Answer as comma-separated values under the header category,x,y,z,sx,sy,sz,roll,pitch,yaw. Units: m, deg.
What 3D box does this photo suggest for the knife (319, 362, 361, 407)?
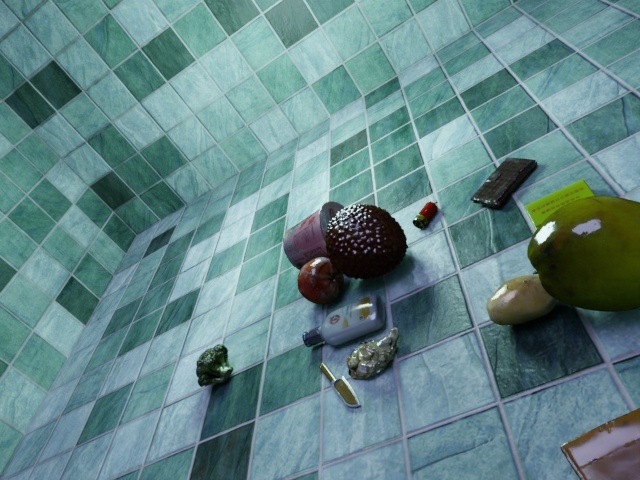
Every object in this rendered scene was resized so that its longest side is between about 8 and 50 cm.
category,x,y,z,sx,sy,sz,roll,pitch,yaw
knife,0.055,0.423,1.577,0.046,0.022,0.256,-38,27,-8

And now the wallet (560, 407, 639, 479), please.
category,x,y,z,sx,sy,sz,roll,pitch,yaw
wallet,0.570,0.408,0.971,0.195,0.042,0.161,-32,32,7

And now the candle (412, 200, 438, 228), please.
category,x,y,z,sx,sy,sz,roll,pitch,yaw
candle,0.392,-0.102,1.945,0.052,0.052,0.131,5,49,53

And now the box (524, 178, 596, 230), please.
category,x,y,z,sx,sy,sz,roll,pitch,yaw
box,0.704,-0.035,1.475,0.187,0.047,0.335,-26,29,21

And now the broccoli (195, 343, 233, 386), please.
category,x,y,z,sx,sy,sz,roll,pitch,yaw
broccoli,-0.396,0.466,1.946,0.137,0.146,0.162,23,43,25

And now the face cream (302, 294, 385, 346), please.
category,x,y,z,sx,sy,sz,roll,pitch,yaw
face cream,0.073,0.275,1.727,0.291,0.071,0.144,-26,30,24

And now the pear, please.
category,x,y,z,sx,sy,sz,roll,pitch,yaw
pear,0.648,0.029,1.210,0.321,0.269,0.269,-16,34,24

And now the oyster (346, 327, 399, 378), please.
category,x,y,z,sx,sy,sz,roll,pitch,yaw
oyster,0.152,0.321,1.560,0.191,0.081,0.163,-43,23,-16

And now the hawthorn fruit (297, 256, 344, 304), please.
category,x,y,z,sx,sy,sz,roll,pitch,yaw
hawthorn fruit,-0.004,0.146,1.918,0.172,0.173,0.173,-29,29,17

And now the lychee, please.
category,x,y,z,sx,sy,sz,roll,pitch,yaw
lychee,0.155,0.002,1.832,0.304,0.276,0.276,21,62,42

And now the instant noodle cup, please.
category,x,y,z,sx,sy,sz,roll,pitch,yaw
instant noodle cup,0.000,0.000,2.081,0.231,0.243,0.243,-26,29,38

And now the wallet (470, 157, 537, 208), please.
category,x,y,z,sx,sy,sz,roll,pitch,yaw
wallet,0.630,-0.201,1.820,0.230,0.042,0.124,-46,32,-14

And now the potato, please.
category,x,y,z,sx,sy,sz,roll,pitch,yaw
potato,0.513,0.151,1.353,0.178,0.109,0.118,-23,9,17
